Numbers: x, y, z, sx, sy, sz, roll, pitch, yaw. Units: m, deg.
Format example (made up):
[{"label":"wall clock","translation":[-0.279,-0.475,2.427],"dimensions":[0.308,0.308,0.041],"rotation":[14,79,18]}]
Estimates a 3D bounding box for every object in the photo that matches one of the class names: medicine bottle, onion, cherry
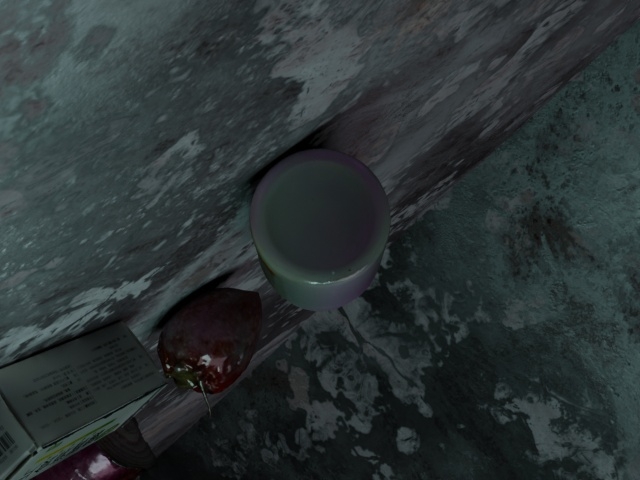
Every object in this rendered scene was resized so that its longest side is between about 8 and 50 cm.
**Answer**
[{"label":"medicine bottle","translation":[0.000,0.000,1.699],"dimensions":[0.219,0.219,0.388],"rotation":[-37,170,-6]},{"label":"onion","translation":[-0.468,0.415,1.958],"dimensions":[0.230,0.272,0.256],"rotation":[-35,136,14]},{"label":"cherry","translation":[-0.204,0.189,1.991],"dimensions":[0.250,0.192,0.175],"rotation":[-47,-144,-20]}]

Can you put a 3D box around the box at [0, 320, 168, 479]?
[{"label":"box","translation":[-0.426,0.270,1.641],"dimensions":[0.173,0.145,0.333],"rotation":[-44,169,28]}]
